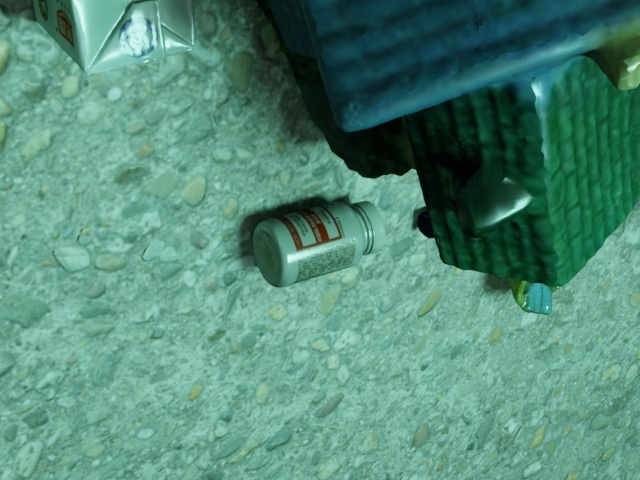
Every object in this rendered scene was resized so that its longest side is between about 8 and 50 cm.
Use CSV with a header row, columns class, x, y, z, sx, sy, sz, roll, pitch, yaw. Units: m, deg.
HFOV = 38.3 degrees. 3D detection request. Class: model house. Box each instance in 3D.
class,x,y,z,sx,sy,sz,roll,pitch,yaw
model house,0.127,-0.157,0.792,0.334,0.343,0.382,-19,135,5

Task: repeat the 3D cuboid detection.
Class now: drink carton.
class,x,y,z,sx,sy,sz,roll,pitch,yaw
drink carton,-0.175,-0.295,0.687,0.106,0.130,0.315,-18,129,-24

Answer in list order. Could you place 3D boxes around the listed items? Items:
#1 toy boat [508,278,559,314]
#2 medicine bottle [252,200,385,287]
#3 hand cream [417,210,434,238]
class,x,y,z,sx,sy,sz,roll,pitch,yaw
toy boat,0.330,-0.036,1.268,0.111,0.084,0.276,11,109,-37
medicine bottle,0.000,0.000,1.049,0.140,0.079,0.079,-16,127,-27
hand cream,0.196,-0.045,1.197,0.163,0.039,0.062,-22,128,-30
